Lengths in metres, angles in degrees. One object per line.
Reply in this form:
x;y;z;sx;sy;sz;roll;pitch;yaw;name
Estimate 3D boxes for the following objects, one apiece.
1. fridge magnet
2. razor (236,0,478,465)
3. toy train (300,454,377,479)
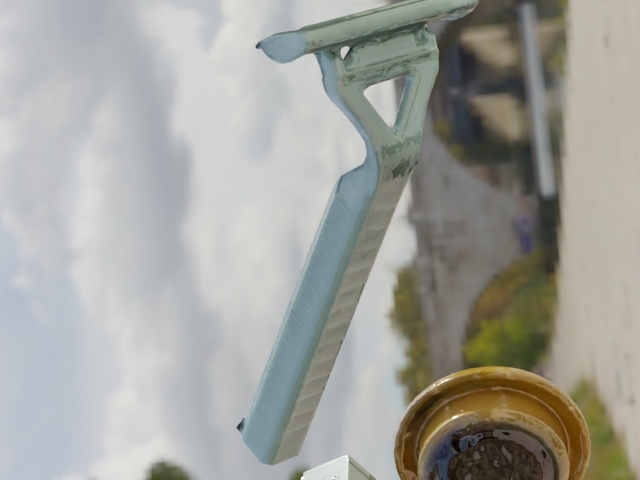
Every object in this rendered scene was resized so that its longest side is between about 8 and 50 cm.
0.124;0.155;1.343;0.063;0.143;0.143;-87;-10;-59;fridge magnet
0.007;0.007;0.921;0.056;0.111;0.277;40;133;33;razor
0.072;0.253;1.438;0.234;0.051;0.052;44;-149;-31;toy train
